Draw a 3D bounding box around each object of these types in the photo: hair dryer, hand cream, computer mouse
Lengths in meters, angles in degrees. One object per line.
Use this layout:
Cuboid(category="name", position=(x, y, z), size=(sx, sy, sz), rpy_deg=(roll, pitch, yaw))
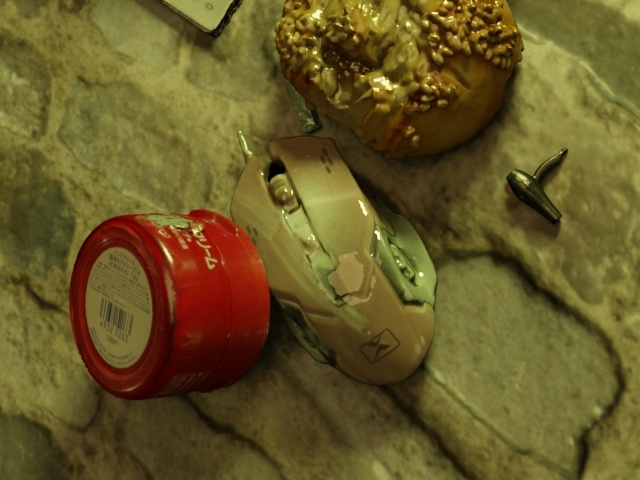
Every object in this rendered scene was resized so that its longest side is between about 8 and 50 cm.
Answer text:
Cuboid(category="hair dryer", position=(0.269, -0.071, 1.425), size=(0.079, 0.031, 0.083), rpy_deg=(44, 88, 10))
Cuboid(category="hand cream", position=(-0.184, 0.076, 1.449), size=(0.230, 0.149, 0.230), rpy_deg=(5, 97, 46))
Cuboid(category="computer mouse", position=(-0.001, 0.000, 1.459), size=(0.199, 0.115, 0.389), rpy_deg=(-36, 72, 7))

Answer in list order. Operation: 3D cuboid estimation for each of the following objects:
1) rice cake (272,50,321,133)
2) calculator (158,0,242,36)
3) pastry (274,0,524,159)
Cuboid(category="rice cake", position=(-0.030, -0.192, 1.551), size=(0.022, 0.021, 0.121), rpy_deg=(-29, 73, 23))
Cuboid(category="calculator", position=(-0.195, -0.402, 1.648), size=(0.262, 0.021, 0.161), rpy_deg=(35, 93, 21))
Cuboid(category="pastry", position=(0.081, -0.245, 1.449), size=(0.311, 0.162, 0.255), rpy_deg=(32, 90, 20))
